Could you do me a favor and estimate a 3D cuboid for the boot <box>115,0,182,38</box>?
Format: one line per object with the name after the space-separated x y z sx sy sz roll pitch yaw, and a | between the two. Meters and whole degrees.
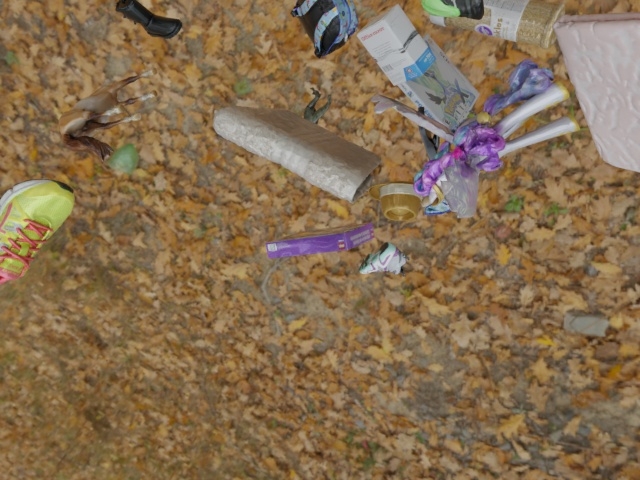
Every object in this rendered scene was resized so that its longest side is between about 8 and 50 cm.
-0.362 -0.471 1.088 0.121 0.045 0.099 16 171 37 | boot

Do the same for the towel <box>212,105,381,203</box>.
-0.015 -0.122 0.693 0.187 0.282 0.049 27 106 5 | towel

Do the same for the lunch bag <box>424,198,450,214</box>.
0.458 -0.173 2.004 0.096 0.128 0.151 21 161 -19 | lunch bag

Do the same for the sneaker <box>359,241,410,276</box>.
0.116 0.046 0.903 0.069 0.038 0.098 31 146 -14 | sneaker

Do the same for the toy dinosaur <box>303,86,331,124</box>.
-0.025 -0.357 1.470 0.064 0.118 0.268 21 144 -21 | toy dinosaur

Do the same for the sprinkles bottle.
0.491 -0.640 1.465 0.356 0.121 0.121 25 138 25 | sprinkles bottle

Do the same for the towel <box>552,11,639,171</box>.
0.577 -0.246 0.906 0.331 0.053 0.317 54 176 -27 | towel

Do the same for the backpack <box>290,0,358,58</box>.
0.023 -0.553 1.249 0.158 0.117 0.173 59 162 -4 | backpack

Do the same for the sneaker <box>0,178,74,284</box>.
-0.401 0.006 0.686 0.208 0.094 0.081 -41 147 7 | sneaker

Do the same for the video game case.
0.409 -0.541 1.809 0.300 0.329 0.036 44 140 -10 | video game case

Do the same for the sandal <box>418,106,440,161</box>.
0.364 -0.328 1.680 0.055 0.097 0.254 -13 130 20 | sandal

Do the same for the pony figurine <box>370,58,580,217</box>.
0.308 -0.196 1.043 0.364 0.351 0.302 -34 66 23 | pony figurine

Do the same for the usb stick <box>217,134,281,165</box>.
-0.182 -0.295 1.568 0.278 0.045 0.077 21 113 -35 | usb stick

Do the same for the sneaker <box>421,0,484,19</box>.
0.424 -0.692 1.165 0.202 0.482 0.185 36 -175 24 | sneaker

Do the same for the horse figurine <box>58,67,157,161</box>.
-0.383 -0.222 0.910 0.175 0.263 0.066 -14 127 15 | horse figurine

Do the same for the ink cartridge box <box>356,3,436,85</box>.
0.215 -0.553 1.481 0.190 0.082 0.140 48 161 -22 | ink cartridge box

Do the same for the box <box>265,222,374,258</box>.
0.000 0.000 1.665 0.293 0.201 0.057 -7 98 31 | box

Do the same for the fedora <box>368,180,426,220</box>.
0.217 -0.100 1.401 0.195 0.079 0.194 5 169 1 | fedora
